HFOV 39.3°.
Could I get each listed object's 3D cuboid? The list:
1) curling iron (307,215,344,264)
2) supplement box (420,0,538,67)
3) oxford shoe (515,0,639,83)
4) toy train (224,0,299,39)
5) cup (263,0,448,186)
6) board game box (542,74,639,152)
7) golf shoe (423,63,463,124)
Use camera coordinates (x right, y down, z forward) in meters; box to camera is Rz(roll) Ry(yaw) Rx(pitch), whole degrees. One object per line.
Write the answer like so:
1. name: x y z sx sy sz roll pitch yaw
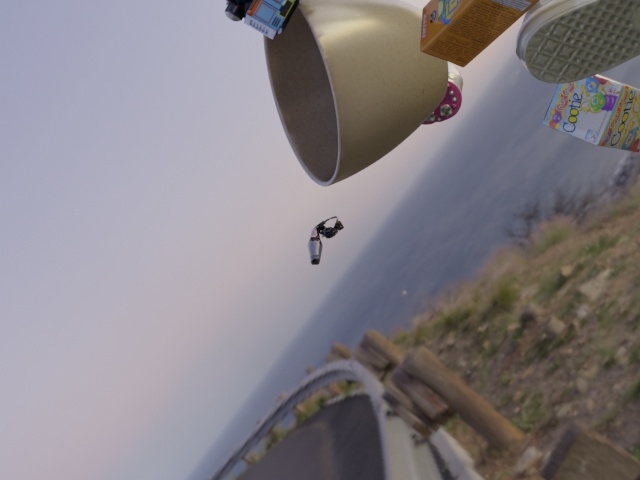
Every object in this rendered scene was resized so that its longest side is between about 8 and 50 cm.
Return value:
1. curling iron: 0.000 0.000 1.795 0.068 0.035 0.274 -28 9 13
2. supplement box: 0.215 -0.317 1.161 0.233 0.080 0.078 139 140 -62
3. oxford shoe: 0.468 -0.336 1.158 0.450 0.169 0.130 -17 40 15
4. toy train: -0.067 -0.390 1.310 0.184 0.105 0.080 -61 10 -4
5. cup: 0.071 -0.280 1.493 0.237 0.331 0.331 -18 -12 -15
6. board game box: 0.649 -0.297 2.049 0.275 0.142 0.144 -2 -64 -52
7. golf shoe: 0.155 -0.300 1.876 0.140 0.306 0.115 -66 -35 -47
